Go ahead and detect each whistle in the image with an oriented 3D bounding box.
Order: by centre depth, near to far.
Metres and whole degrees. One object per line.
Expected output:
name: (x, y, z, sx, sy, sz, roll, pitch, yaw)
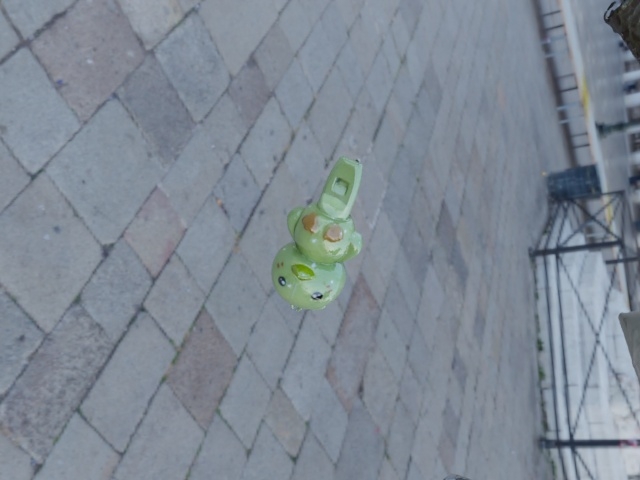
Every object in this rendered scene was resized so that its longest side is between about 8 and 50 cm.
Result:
whistle: (-0.004, 0.006, 1.179, 0.141, 0.141, 0.294, -59, 169, -52)

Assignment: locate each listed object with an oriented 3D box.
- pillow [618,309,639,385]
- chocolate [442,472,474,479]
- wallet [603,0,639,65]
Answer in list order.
pillow: (0.460, 0.195, 0.799, 0.067, 0.173, 0.270, 11, 64, -49)
chocolate: (0.333, 0.558, 1.152, 0.326, 0.297, 0.314, 41, 50, -66)
wallet: (0.248, -0.065, 0.332, 0.039, 0.133, 0.243, 1, 57, -36)
